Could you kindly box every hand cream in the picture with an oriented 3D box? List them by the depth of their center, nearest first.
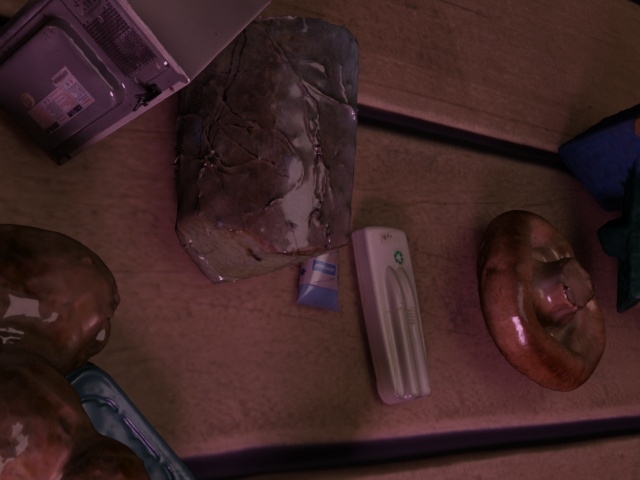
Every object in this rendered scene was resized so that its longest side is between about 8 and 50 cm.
[{"bbox_3d":[0.000,0.000,1.110,0.065,0.043,0.170,14,71,-33],"label":"hand cream"}]

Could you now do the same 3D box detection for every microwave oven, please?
[{"bbox_3d":[-0.196,-0.197,0.855,0.145,0.240,0.194,53,48,-17],"label":"microwave oven"}]

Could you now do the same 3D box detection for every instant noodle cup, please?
[{"bbox_3d":[-0.216,0.222,0.814,0.179,0.070,0.157,55,48,-15],"label":"instant noodle cup"}]

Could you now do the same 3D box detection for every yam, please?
[{"bbox_3d":[-0.064,-0.094,0.988,0.201,0.202,0.271,1,76,-20],"label":"yam"}]

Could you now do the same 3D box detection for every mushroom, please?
[{"bbox_3d":[0.320,0.086,1.307,0.278,0.146,0.278,29,48,-38],"label":"mushroom"}]

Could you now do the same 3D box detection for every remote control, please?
[{"bbox_3d":[0.096,0.092,1.161,0.090,0.049,0.230,3,73,-45],"label":"remote control"}]

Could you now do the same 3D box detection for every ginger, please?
[{"bbox_3d":[-0.255,0.127,0.697,0.244,0.155,0.304,-5,54,-28],"label":"ginger"}]

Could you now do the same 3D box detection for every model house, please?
[{"bbox_3d":[0.589,-0.062,1.514,0.343,0.334,0.382,13,72,-28],"label":"model house"}]
